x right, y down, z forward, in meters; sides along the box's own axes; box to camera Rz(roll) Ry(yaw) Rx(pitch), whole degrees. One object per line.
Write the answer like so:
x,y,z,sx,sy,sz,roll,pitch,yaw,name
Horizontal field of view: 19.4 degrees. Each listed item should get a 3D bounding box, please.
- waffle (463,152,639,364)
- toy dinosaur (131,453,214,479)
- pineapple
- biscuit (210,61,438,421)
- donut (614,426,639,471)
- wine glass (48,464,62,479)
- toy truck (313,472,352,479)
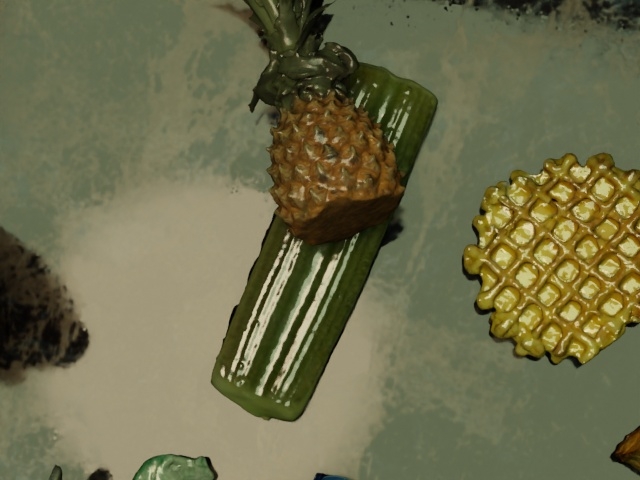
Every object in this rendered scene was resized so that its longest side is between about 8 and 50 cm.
0.213,0.013,1.612,0.191,0.038,0.191,0,83,2,waffle
-0.244,0.316,1.579,0.383,0.076,0.129,-29,76,-5,toy dinosaur
-0.016,-0.141,1.571,0.119,0.130,0.277,-19,68,1,pineapple
0.000,0.000,1.625,0.099,0.038,0.322,24,84,2,biscuit
0.354,0.138,1.550,0.217,0.141,0.085,-41,90,2,donut
-0.112,0.356,1.505,0.309,0.096,0.264,20,84,-4,wine glass
0.007,0.240,1.562,0.056,0.090,0.073,19,111,5,toy truck
